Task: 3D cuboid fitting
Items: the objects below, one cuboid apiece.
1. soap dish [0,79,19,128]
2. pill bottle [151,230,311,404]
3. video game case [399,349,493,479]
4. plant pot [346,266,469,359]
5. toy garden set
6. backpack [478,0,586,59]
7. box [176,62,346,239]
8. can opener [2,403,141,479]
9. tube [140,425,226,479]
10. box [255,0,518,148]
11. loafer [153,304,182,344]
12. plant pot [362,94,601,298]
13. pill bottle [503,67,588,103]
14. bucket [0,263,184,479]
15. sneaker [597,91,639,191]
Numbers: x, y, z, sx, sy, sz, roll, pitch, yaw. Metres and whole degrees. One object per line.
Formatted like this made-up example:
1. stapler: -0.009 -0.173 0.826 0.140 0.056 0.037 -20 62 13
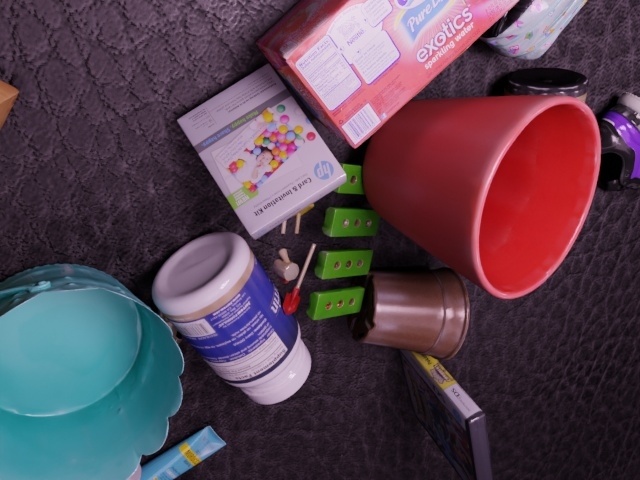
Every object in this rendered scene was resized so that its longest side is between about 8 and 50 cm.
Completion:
1. soap dish: -0.497 -0.086 0.547 0.229 0.118 0.290 27 105 -33
2. pill bottle: -0.123 0.127 0.810 0.153 0.153 0.264 -32 126 -4
3. video game case: 0.240 0.340 1.028 0.035 0.248 0.274 -24 124 -11
4. plant pot: 0.143 0.120 0.927 0.165 0.167 0.167 8 114 -18
5. toy garden set: 0.000 0.000 0.808 0.204 0.049 0.244 -2 108 -44
6. backpack: 0.297 -0.348 0.736 0.115 0.152 0.182 20 118 -26
7. box: -0.077 -0.117 0.690 0.145 0.038 0.186 -32 81 -3
8. can opener: -0.400 0.330 0.850 0.093 0.074 0.280 -37 125 0
9. tube: -0.279 0.414 0.971 0.207 0.052 0.080 -30 140 -11
10. box: 0.086 -0.287 0.674 0.300 0.142 0.154 -43 125 3
11. loafer: -0.244 0.156 0.831 0.050 0.056 0.148 10 113 -22
12. plant pot: 0.210 -0.087 0.753 0.275 0.243 0.274 -18 121 -33
13. pill bottle: 0.356 -0.162 0.874 0.123 0.123 0.219 -15 124 -16
14. bucket: -0.332 0.167 0.687 0.281 0.183 0.281 -9 107 -30
15. sneaker: 0.602 -0.143 1.016 0.293 0.102 0.146 33 105 -29
